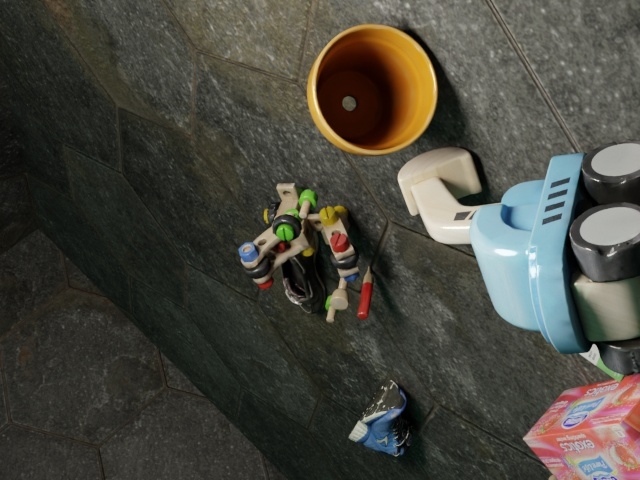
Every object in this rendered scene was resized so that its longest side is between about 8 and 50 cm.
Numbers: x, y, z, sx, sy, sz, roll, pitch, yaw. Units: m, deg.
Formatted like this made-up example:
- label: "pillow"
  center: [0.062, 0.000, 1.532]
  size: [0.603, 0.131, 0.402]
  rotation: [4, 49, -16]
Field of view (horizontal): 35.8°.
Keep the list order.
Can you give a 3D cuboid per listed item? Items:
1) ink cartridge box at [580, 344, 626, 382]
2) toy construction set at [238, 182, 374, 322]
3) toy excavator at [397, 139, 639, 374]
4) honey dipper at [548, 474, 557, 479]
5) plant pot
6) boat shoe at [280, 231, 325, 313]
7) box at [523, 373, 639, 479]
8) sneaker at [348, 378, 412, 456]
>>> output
- label: "ink cartridge box"
  center: [0.437, 0.106, 1.604]
  size: [0.212, 0.093, 0.154]
  rotation: [39, 153, 25]
- label: "toy construction set"
  center: [0.000, 0.000, 2.102]
  size: [0.257, 0.237, 0.309]
  rotation: [-29, 121, 34]
- label: "toy excavator"
  center: [0.292, -0.016, 1.478]
  size: [0.445, 0.433, 0.222]
  rotation: [-5, 127, 26]
- label: "honey dipper"
  center: [0.497, 0.482, 2.092]
  size: [0.030, 0.030, 0.161]
  rotation: [30, 147, 34]
- label: "plant pot"
  center: [0.067, -0.235, 1.635]
  size: [0.205, 0.205, 0.188]
  rotation: [53, 169, -7]
- label: "boat shoe"
  center: [-0.059, 0.079, 2.352]
  size: [0.112, 0.095, 0.335]
  rotation: [35, 151, 28]
- label: "box"
  center: [0.518, 0.346, 1.742]
  size: [0.154, 0.142, 0.300]
  rotation: [50, 154, -2]
- label: "sneaker"
  center: [0.177, 0.454, 2.490]
  size: [0.147, 0.130, 0.330]
  rotation: [30, 155, 7]
